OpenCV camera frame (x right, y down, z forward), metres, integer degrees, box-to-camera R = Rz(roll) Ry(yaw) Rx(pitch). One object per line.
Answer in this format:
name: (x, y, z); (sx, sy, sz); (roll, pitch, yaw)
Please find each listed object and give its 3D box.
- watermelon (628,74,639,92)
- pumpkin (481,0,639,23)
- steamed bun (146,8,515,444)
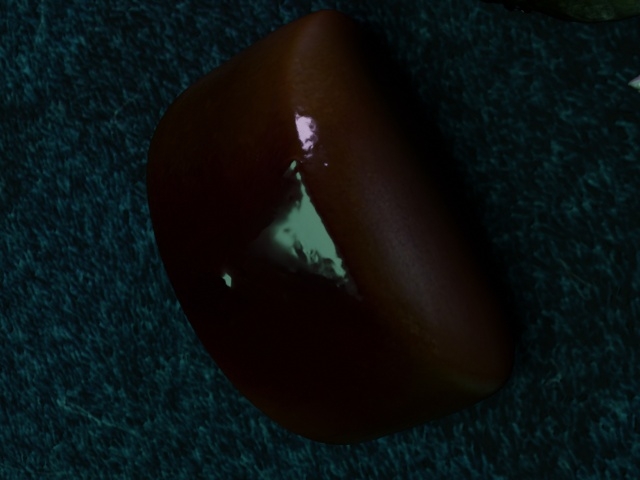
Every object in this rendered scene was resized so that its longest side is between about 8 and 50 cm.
watermelon: (0.353, -0.121, 1.097); (0.193, 0.231, 0.310); (-45, 35, 9)
pumpkin: (0.200, -0.322, 1.157); (0.320, 0.192, 0.320); (10, 109, 31)
steamed bun: (0.000, 0.000, 1.332); (0.235, 0.248, 0.379); (-25, 89, 33)
